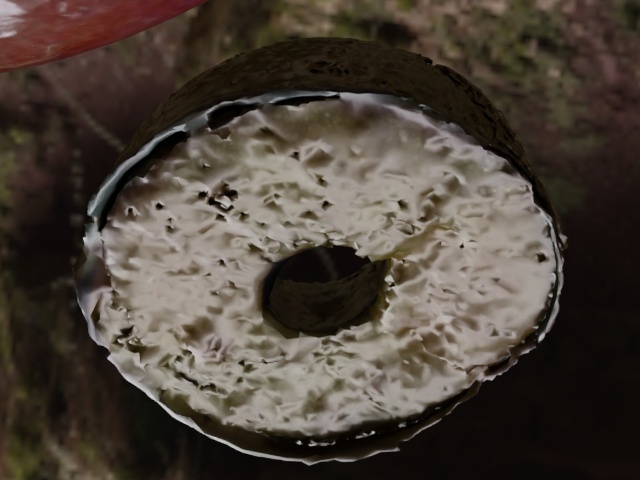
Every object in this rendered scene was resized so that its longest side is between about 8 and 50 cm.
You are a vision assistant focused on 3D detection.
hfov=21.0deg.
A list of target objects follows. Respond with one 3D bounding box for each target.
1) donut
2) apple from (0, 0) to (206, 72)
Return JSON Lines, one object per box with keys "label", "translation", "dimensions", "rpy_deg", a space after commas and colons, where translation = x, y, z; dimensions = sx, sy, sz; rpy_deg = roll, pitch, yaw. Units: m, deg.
{"label": "donut", "translation": [0.000, 0.000, 0.953], "dimensions": [0.272, 0.272, 0.107], "rpy_deg": [8, -141, -1]}
{"label": "apple", "translation": [-0.094, -0.233, 0.577], "dimensions": [0.345, 0.345, 0.269], "rpy_deg": [11, 144, 49]}
